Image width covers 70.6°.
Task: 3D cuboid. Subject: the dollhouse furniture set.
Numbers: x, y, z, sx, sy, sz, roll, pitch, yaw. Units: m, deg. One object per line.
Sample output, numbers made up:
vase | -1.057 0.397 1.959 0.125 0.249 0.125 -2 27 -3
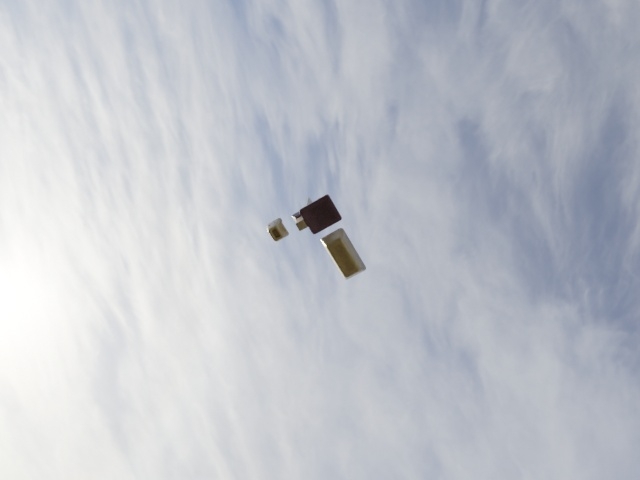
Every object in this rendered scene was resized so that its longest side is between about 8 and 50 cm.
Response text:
dollhouse furniture set | 0.000 0.000 0.589 0.090 0.081 0.114 -29 -75 11
